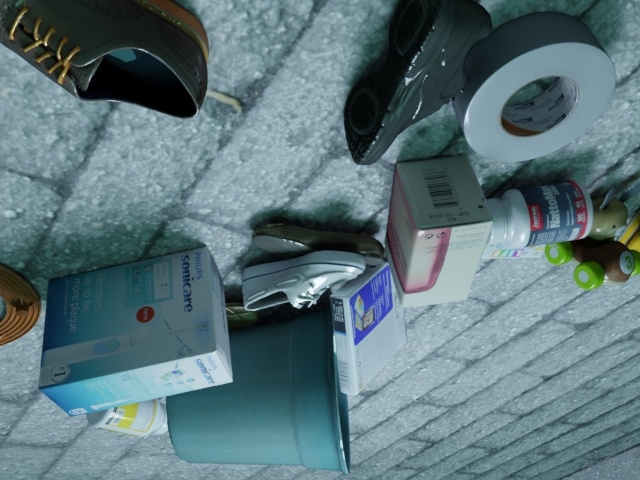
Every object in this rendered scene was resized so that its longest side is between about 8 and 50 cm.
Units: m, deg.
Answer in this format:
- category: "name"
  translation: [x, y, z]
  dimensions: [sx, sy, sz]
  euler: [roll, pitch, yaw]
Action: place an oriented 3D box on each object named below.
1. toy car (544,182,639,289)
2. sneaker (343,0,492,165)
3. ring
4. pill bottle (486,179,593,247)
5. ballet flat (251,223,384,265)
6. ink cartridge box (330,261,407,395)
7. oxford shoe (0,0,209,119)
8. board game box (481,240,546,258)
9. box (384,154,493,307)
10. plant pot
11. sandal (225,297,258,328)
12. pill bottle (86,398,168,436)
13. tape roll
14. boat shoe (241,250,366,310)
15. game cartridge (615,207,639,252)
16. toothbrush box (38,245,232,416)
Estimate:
- category: "toy car"
  translation: [0.543, -0.023, 1.218]
  dimensions: [0.154, 0.149, 0.189]
  euler: [-11, 131, -30]
- category: "sneaker"
  translation: [0.129, -0.204, 0.883]
  dimensions: [0.130, 0.109, 0.286]
  euler: [2, 143, -29]
- category: "ring"
  translation: [-0.673, 0.122, 1.142]
  dimensions: [0.336, 0.032, 0.337]
  euler: [-7, 143, -6]
- category: "pill bottle"
  translation: [0.376, -0.043, 1.155]
  dimensions: [0.180, 0.108, 0.108]
  euler: [-9, 143, -5]
- category: "ballet flat"
  translation: [0.000, 0.000, 1.160]
  dimensions: [0.249, 0.058, 0.084]
  euler: [8, 161, -17]
- category: "ink cartridge box"
  translation: [0.097, 0.155, 1.246]
  dimensions: [0.045, 0.208, 0.207]
  euler: [8, 115, 34]
- category: "oxford shoe"
  translation: [-0.280, -0.237, 0.692]
  dimensions: [0.363, 0.133, 0.130]
  euler: [15, 136, -31]
- category: "board game box"
  translation: [0.381, -0.006, 1.275]
  dimensions: [0.154, 0.026, 0.103]
  euler: [-1, 143, -14]
- category: "box"
  translation: [0.193, -0.011, 1.113]
  dimensions: [0.126, 0.149, 0.232]
  euler: [-7, 143, -6]
- category: "plant pot"
  translation: [-0.119, 0.313, 1.331]
  dimensions: [0.333, 0.341, 0.341]
  euler: [-6, 144, 5]
- category: "sandal"
  translation: [-0.211, 0.138, 1.286]
  dimensions: [0.180, 0.049, 0.072]
  euler: [-4, 140, 14]
- category: "pill bottle"
  translation: [-0.440, 0.399, 1.513]
  dimensions: [0.103, 0.103, 0.184]
  euler: [-33, 139, 25]
- category: "tape roll"
  translation: [0.304, -0.215, 0.939]
  dimensions: [0.219, 0.072, 0.219]
  euler: [-7, 143, -6]
- category: "boat shoe"
  translation: [-0.032, 0.080, 1.167]
  dimensions: [0.258, 0.084, 0.095]
  euler: [-14, 155, 35]
- category: "game cartridge"
  translation: [0.793, -0.073, 1.283]
  dimensions: [0.323, 0.053, 0.285]
  euler: [-4, 143, -9]
- category: "toothbrush box"
  translation: [-0.316, 0.158, 1.135]
  dimensions: [0.295, 0.217, 0.126]
  euler: [-11, 144, 0]
